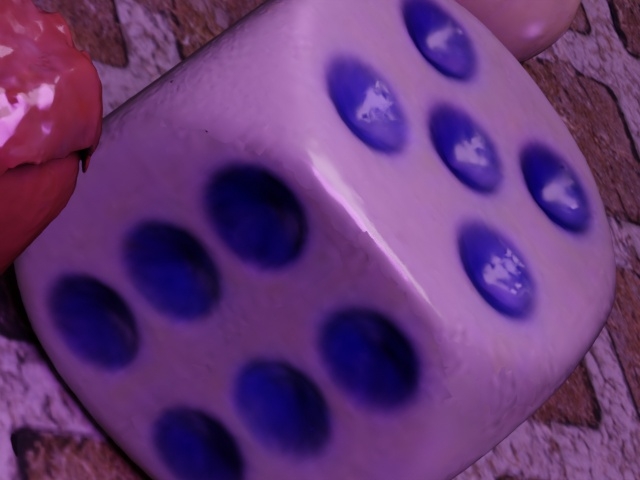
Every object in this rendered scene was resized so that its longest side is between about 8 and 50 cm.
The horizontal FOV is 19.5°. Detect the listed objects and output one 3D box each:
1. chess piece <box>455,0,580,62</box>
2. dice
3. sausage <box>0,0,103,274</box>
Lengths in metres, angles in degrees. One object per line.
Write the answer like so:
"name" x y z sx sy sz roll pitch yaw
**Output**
"chess piece" 0.066 -0.152 1.436 0.167 0.300 0.167 33 38 -31
"dice" 0.000 0.000 1.252 0.304 0.277 0.304 54 32 -7
"sausage" -0.226 -0.026 0.983 0.152 0.280 0.152 31 38 -27
